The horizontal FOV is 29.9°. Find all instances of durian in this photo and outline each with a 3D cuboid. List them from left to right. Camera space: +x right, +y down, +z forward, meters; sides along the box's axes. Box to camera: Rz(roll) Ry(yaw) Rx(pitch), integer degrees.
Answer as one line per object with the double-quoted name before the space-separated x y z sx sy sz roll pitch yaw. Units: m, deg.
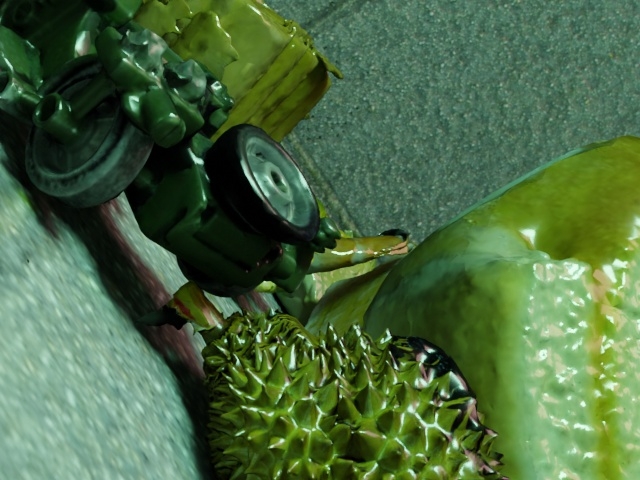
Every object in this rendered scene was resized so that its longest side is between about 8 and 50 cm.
"durian" 0.017 0.105 0.658 0.237 0.138 0.193 56 4 -1

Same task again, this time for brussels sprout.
"brussels sprout" -0.007 0.027 1.253 0.139 0.100 0.181 57 30 -26

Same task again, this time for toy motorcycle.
"toy motorcycle" -0.098 -0.088 0.699 0.205 0.127 0.275 35 21 -48

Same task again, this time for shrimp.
"shrimp" 0.000 0.000 1.116 0.161 0.166 0.049 -105 -173 -81

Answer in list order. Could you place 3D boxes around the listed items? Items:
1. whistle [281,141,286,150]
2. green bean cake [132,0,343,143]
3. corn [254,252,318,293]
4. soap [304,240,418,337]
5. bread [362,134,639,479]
"whistle" -0.105 -0.120 1.226 0.244 0.110 0.092 56 38 -28
"green bean cake" -0.113 -0.160 0.914 0.224 0.131 0.229 40 6 13
"corn" -0.076 -0.051 1.052 0.093 0.093 0.244 53 4 -43
"soap" 0.104 0.174 1.068 0.281 0.143 0.259 58 20 -13
"bread" 0.171 0.083 0.878 0.395 0.239 0.264 -19 84 -42
